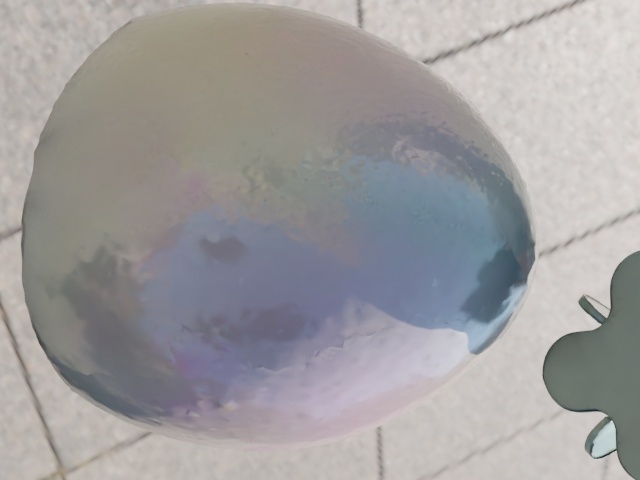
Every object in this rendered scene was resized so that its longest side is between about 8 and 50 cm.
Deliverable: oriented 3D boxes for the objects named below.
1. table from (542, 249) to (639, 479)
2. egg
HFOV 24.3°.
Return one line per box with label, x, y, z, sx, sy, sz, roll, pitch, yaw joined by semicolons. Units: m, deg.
table;0.285;0.105;1.111;0.166;0.166;0.198;-48;147;16
egg;0.000;0.000;1.153;0.354;0.340;0.354;-26;121;-55
